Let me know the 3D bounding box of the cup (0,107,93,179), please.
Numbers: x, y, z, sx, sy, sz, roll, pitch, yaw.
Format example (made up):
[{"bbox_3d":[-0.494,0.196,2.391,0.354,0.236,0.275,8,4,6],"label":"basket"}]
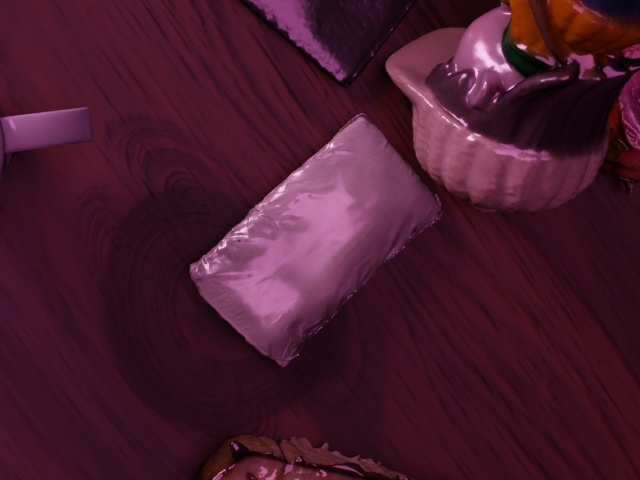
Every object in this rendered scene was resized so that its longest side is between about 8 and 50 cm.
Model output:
[{"bbox_3d":[-0.304,-0.087,1.010,0.221,0.202,0.167,-38,104,-10],"label":"cup"}]

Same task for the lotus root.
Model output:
[{"bbox_3d":[0.005,0.266,1.179,0.260,0.074,0.170,23,86,-17],"label":"lotus root"}]

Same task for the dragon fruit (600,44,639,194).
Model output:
[{"bbox_3d":[0.277,-0.123,1.230,0.096,0.102,0.147,4,81,-23],"label":"dragon fruit"}]

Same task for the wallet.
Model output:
[{"bbox_3d":[-0.031,-0.259,1.173,0.244,0.025,0.124,39,82,-13],"label":"wallet"}]

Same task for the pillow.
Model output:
[{"bbox_3d":[0.000,0.000,1.179,0.229,0.051,0.128,-43,105,-12],"label":"pillow"}]

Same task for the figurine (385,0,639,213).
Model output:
[{"bbox_3d":[0.199,-0.147,1.093,0.185,0.332,0.204,-6,74,-30],"label":"figurine"}]
